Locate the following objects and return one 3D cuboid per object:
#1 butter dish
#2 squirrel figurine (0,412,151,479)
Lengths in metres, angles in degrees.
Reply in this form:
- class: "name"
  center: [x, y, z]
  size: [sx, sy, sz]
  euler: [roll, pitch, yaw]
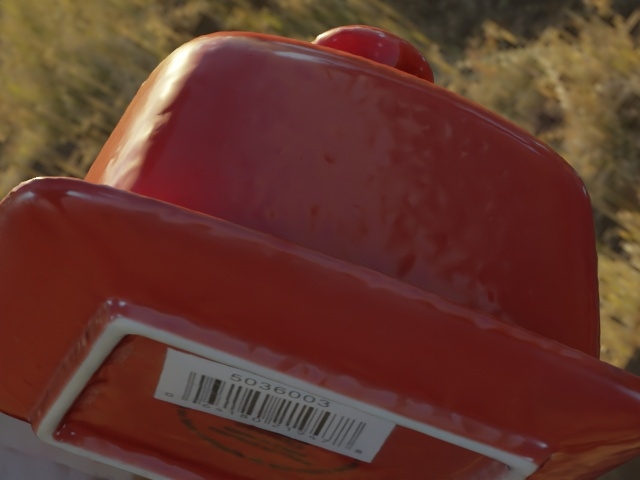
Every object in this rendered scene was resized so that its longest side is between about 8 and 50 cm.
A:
- class: "butter dish"
  center: [0.000, 0.000, 0.491]
  size: [0.160, 0.160, 0.118]
  euler: [132, 156, -63]
- class: "squirrel figurine"
  center: [-0.118, 0.181, 0.960]
  size: [0.370, 0.281, 0.397]
  euler: [104, 147, -61]
